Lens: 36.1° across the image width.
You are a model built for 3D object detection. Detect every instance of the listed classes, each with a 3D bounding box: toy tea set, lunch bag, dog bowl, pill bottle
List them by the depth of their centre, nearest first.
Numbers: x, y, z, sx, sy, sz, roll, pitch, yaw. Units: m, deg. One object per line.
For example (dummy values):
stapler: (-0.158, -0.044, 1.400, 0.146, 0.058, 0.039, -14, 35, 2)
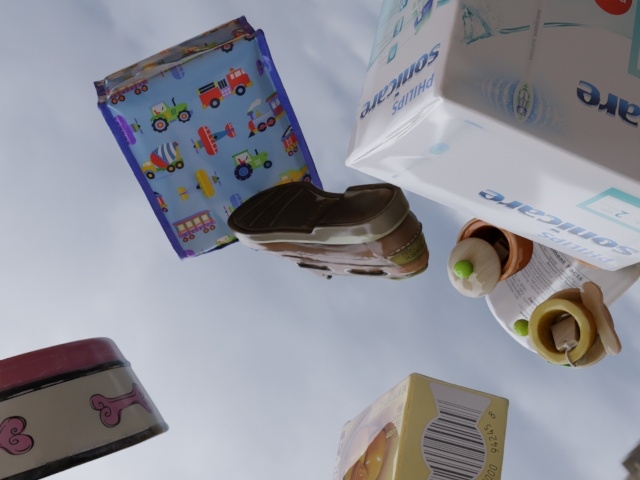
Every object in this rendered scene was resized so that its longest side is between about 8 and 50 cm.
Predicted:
toy tea set: (0.272, 0.042, 0.969, 0.124, 0.336, 0.200, -6, -92, -51)
pill bottle: (0.329, 0.028, 1.246, 0.131, 0.229, 0.131, 30, -152, -18)
dog bowl: (-0.414, 0.248, 1.284, 0.408, 0.408, 0.150, -5, -105, -66)
lunch bag: (-0.133, -0.111, 1.298, 0.138, 0.221, 0.293, -124, 10, -64)

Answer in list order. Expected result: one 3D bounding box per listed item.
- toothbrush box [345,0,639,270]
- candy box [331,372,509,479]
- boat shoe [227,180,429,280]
toothbrush box: (0.162, -0.157, 0.649, 0.216, 0.126, 0.295, 21, -111, -18)
candy box: (0.051, 0.278, 0.734, 0.088, 0.183, 0.316, 17, -117, -9)
boat shoe: (0.000, 0.000, 1.181, 0.307, 0.111, 0.104, 8, 137, 53)
